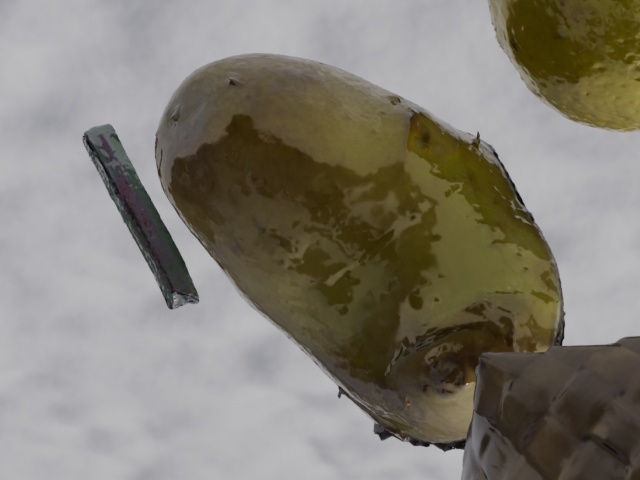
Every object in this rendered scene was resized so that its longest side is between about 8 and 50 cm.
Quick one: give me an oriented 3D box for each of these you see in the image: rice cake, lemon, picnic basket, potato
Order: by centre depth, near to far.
[{"bbox_3d":[0.269,0.238,1.122,0.337,0.337,0.293,7,162,10],"label":"picnic basket"},{"bbox_3d":[0.000,0.000,1.407,0.296,0.397,0.290,21,129,-36],"label":"potato"},{"bbox_3d":[0.285,-0.244,1.444,0.253,0.253,0.310,-6,132,28],"label":"lemon"},{"bbox_3d":[-0.181,-0.023,1.525,0.033,0.208,0.033,-26,173,-24],"label":"rice cake"}]
